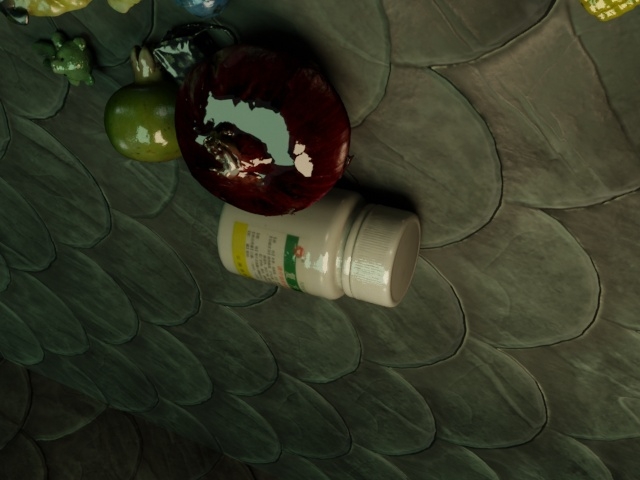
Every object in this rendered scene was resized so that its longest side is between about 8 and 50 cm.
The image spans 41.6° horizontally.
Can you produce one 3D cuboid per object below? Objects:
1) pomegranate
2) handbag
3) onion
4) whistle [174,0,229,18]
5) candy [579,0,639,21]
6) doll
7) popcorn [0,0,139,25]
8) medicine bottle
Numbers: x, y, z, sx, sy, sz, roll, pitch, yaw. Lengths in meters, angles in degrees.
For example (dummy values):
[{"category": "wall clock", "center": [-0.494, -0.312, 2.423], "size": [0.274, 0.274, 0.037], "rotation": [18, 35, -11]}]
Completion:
[{"category": "pomegranate", "center": [-0.315, -0.238, 1.537], "size": [0.179, 0.179, 0.210], "rotation": [0, 133, 35]}, {"category": "handbag", "center": [-0.199, -0.328, 1.454], "size": [0.139, 0.072, 0.115], "rotation": [-20, 123, 31]}, {"category": "onion", "center": [-0.100, -0.173, 1.396], "size": [0.314, 0.232, 0.313], "rotation": [8, 125, 12]}, {"category": "whistle", "center": [-0.199, -0.395, 1.349], "size": [0.158, 0.090, 0.090], "rotation": [-2, 133, 35]}, {"category": "candy", "center": [0.398, -0.347, 0.992], "size": [0.199, 0.094, 0.106], "rotation": [-23, 118, 40]}, {"category": "doll", "center": [-0.502, -0.346, 1.632], "size": [0.150, 0.077, 0.115], "rotation": [15, 132, 38]}, {"category": "popcorn", "center": [-0.325, -0.464, 1.227], "size": [0.293, 0.237, 0.293], "rotation": [18, 138, 17]}, {"category": "medicine bottle", "center": [0.000, 0.000, 1.571], "size": [0.340, 0.208, 0.208], "rotation": [14, 141, 21]}]
